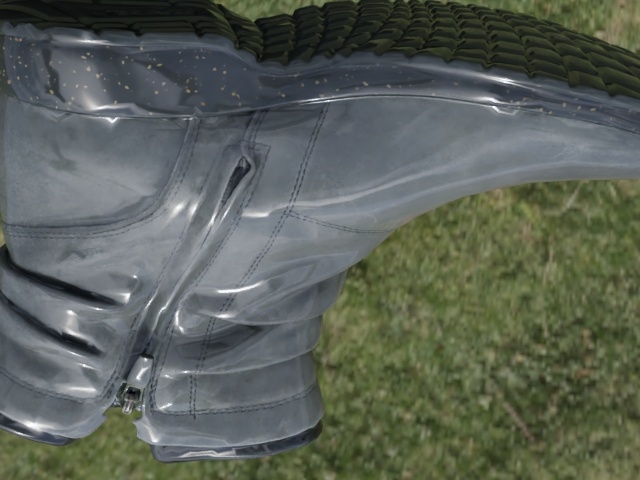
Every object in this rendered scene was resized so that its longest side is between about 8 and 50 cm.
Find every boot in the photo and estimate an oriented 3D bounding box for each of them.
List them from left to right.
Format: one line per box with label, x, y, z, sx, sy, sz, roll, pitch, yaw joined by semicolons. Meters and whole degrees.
boot;0.000;0.000;0.490;0.246;0.083;0.161;3;114;-5
